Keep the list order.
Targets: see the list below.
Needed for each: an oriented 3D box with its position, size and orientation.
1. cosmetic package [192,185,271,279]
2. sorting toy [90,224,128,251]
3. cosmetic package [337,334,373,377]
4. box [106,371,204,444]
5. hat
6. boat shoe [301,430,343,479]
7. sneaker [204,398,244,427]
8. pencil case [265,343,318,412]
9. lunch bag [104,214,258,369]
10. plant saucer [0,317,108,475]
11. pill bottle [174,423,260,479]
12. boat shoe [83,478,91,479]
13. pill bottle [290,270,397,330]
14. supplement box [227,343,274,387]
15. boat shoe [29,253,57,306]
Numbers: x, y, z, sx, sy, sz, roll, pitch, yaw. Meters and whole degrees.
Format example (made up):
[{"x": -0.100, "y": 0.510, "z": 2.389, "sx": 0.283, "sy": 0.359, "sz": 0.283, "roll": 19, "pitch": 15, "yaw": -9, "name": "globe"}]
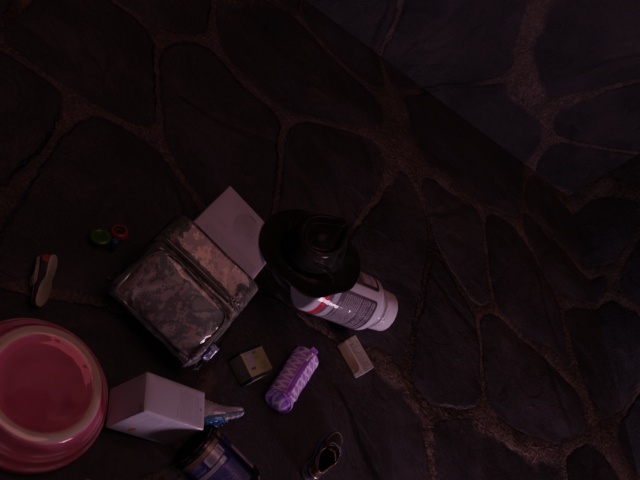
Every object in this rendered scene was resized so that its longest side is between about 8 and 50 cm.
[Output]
[{"x": -0.262, "y": 0.013, "z": 1.996, "sx": 0.224, "sy": 0.138, "sz": 0.225, "roll": 47, "pitch": 37, "yaw": -9, "name": "cosmetic package"}, {"x": -0.529, "y": -0.002, "z": 1.815, "sx": 0.102, "sy": 0.042, "sz": 0.061, "roll": -19, "pitch": 61, "yaw": -39, "name": "sorting toy"}, {"x": 0.107, "y": 0.353, "z": 2.203, "sx": 0.060, "sy": 0.041, "sz": 0.115, "roll": -18, "pitch": 76, "yaw": -51, "name": "cosmetic package"}, {"x": -0.361, "y": 0.373, "z": 1.599, "sx": 0.170, "sy": 0.130, "sz": 0.091, "roll": 34, "pitch": 40, "yaw": -41, "name": "box"}, {"x": 0.000, "y": 0.000, "z": 2.025, "sx": 0.331, "sy": 0.134, "sz": 0.331, "roll": 20, "pitch": 44, "yaw": -20, "name": "hat"}, {"x": 0.022, "y": 0.571, "z": 1.925, "sx": 0.066, "sy": 0.066, "sz": 0.183, "roll": 50, "pitch": 38, "yaw": -6, "name": "boat shoe"}, {"x": -0.267, "y": 0.410, "z": 1.746, "sx": 0.190, "sy": 0.071, "sz": 0.083, "roll": 2, "pitch": 55, "yaw": -46, "name": "sneaker"}, {"x": -0.072, "y": 0.373, "z": 1.962, "sx": 0.086, "sy": 0.088, "sz": 0.206, "roll": 47, "pitch": 39, "yaw": -10, "name": "pencil case"}, {"x": -0.343, "y": 0.133, "z": 1.778, "sx": 0.305, "sy": 0.212, "sz": 0.256, "roll": 46, "pitch": 55, "yaw": -9, "name": "lunch bag"}, {"x": -0.582, "y": 0.304, "z": 1.482, "sx": 0.332, "sy": 0.084, "sz": 0.332, "roll": 28, "pitch": 44, "yaw": -30, "name": "plant saucer"}, {"x": -0.217, "y": 0.537, "z": 1.652, "sx": 0.219, "sy": 0.122, "sz": 0.123, "roll": 48, "pitch": 38, "yaw": -10, "name": "pill bottle"}, {"x": -0.472, "y": 0.592, "z": 1.368, "sx": 0.088, "sy": 0.096, "sz": 0.268, "roll": 38, "pitch": 41, "yaw": -26, "name": "boat shoe"}, {"x": 0.080, "y": 0.171, "z": 2.205, "sx": 0.318, "sy": 0.176, "sz": 0.176, "roll": 24, "pitch": 46, "yaw": -33, "name": "pill bottle"}, {"x": -0.183, "y": 0.329, "z": 1.904, "sx": 0.083, "sy": 0.056, "sz": 0.083, "roll": -14, "pitch": 73, "yaw": -50, "name": "supplement box"}, {"x": -0.631, "y": 0.089, "z": 1.629, "sx": 0.043, "sy": 0.049, "sz": 0.137, "roll": 0, "pitch": 55, "yaw": 3, "name": "boat shoe"}]
